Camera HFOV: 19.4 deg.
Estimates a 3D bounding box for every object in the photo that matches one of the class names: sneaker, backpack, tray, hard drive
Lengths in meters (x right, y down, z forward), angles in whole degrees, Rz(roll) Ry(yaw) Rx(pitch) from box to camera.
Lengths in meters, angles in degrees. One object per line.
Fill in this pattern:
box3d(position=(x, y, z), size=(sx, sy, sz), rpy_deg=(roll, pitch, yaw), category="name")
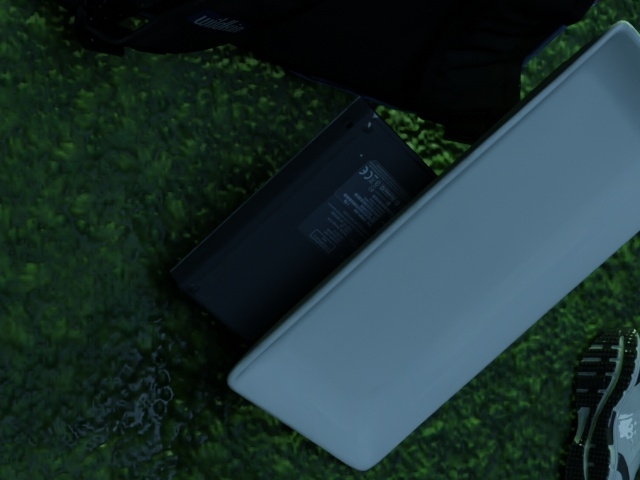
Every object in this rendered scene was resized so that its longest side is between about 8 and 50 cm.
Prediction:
box3d(position=(0.176, 0.106, 1.126), size=(0.043, 0.040, 0.109), rpy_deg=(21, 80, -45), category="sneaker")
box3d(position=(0.043, -0.188, 0.927), size=(0.276, 0.263, 0.213), rpy_deg=(11, 72, -30), category="backpack")
box3d(position=(0.080, 0.004, 0.988), size=(0.270, 0.030, 0.145), rpy_deg=(-42, 138, 7), category="tray")
box3d(position=(0.000, 0.000, 0.980), size=(0.135, 0.022, 0.094), rpy_deg=(-43, 131, 5), category="hard drive")
